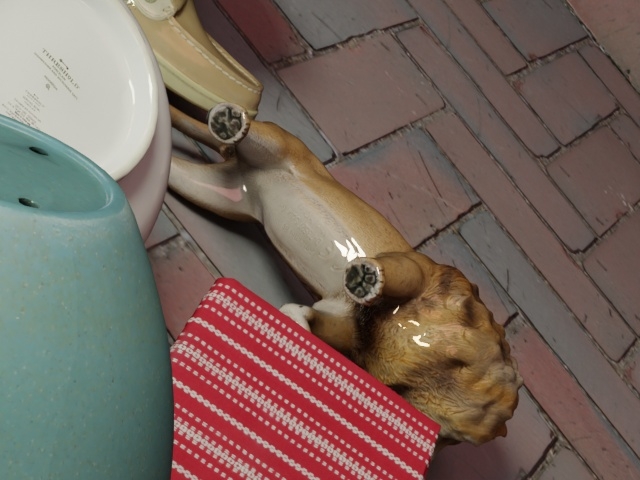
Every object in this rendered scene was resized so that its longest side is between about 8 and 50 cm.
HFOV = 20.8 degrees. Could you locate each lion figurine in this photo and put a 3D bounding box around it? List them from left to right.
[{"bbox_3d":[0.000,0.000,1.362,0.392,0.142,0.240,55,19,20],"label":"lion figurine"}]

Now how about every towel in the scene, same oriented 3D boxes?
[{"bbox_3d":[-0.036,0.159,1.121,0.199,0.031,0.275,36,39,-7],"label":"towel"}]

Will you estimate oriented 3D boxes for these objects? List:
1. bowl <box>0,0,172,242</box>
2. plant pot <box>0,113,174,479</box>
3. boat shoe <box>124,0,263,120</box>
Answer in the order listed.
[{"bbox_3d":[-0.192,-0.081,1.044,0.297,0.134,0.298,19,62,-39],"label":"bowl"},{"bbox_3d":[-0.186,0.045,0.807,0.290,0.195,0.290,21,16,-7],"label":"plant pot"},{"bbox_3d":[-0.151,-0.215,1.424,0.302,0.098,0.109,41,6,-11],"label":"boat shoe"}]
